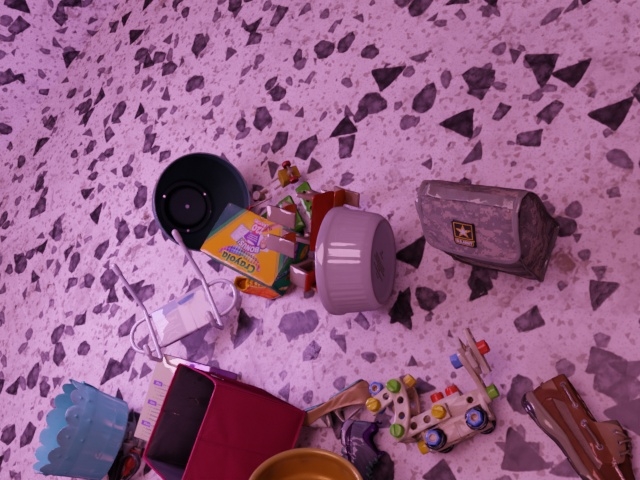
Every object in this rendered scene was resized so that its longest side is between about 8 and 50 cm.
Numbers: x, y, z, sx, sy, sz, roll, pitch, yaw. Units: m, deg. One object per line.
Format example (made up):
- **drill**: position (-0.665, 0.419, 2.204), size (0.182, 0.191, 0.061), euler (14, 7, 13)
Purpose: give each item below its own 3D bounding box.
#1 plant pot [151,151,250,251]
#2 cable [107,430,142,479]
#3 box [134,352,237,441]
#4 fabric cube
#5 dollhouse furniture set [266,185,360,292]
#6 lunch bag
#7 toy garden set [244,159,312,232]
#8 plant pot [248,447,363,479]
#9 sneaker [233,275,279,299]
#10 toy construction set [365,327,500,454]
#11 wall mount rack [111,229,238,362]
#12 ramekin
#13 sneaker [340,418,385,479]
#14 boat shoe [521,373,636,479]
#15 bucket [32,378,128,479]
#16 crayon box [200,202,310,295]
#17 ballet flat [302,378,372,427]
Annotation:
- **plant pot**: position (-0.384, -0.110, 2.039), size (0.196, 0.293, 0.293), euler (-3, 67, 63)
- **cable**: position (-0.587, 0.712, 1.970), size (0.139, 0.072, 0.287), euler (10, 89, 31)
- **box**: position (-0.376, 0.460, 1.872), size (0.213, 0.117, 0.243), euler (5, 75, 37)
- **fabric cube**: position (-0.236, 0.473, 1.633), size (0.254, 0.258, 0.259), euler (3, 72, 59)
- **dollhouse furniture set**: position (0.000, 0.000, 1.734), size (0.135, 0.262, 0.259), euler (20, 117, 37)
- **lunch bag**: position (0.358, -0.034, 1.453), size (0.235, 0.287, 0.169), euler (14, 79, 37)
- **toy garden set**: position (-0.120, -0.094, 1.957), size (0.244, 0.049, 0.204), euler (-35, 66, 21)
- **plant pot**: position (-0.026, 0.617, 1.422), size (0.254, 0.254, 0.239), euler (22, 127, 39)
- **sneaker**: position (-0.174, 0.131, 1.900), size (0.175, 0.067, 0.064), euler (-3, 67, 32)
- **toy construction set**: position (0.260, 0.340, 1.466), size (0.327, 0.151, 0.215), euler (-40, 52, 28)
- **wall mount rack**: position (-0.426, 0.161, 1.894), size (0.350, 0.130, 0.304), euler (-28, 68, 3)
- **ramekin**: position (0.095, 0.050, 1.628), size (0.127, 0.273, 0.273), euler (0, 71, 22)
- **sneaker**: position (0.099, 0.524, 1.537), size (0.098, 0.083, 0.224), euler (-7, 71, 19)
- **boat shoe**: position (0.524, 0.388, 1.267), size (0.120, 0.122, 0.324), euler (-44, 53, 8)
- **bucket**: position (-0.699, 0.562, 1.963), size (0.281, 0.183, 0.281), euler (-43, 32, 37)
- **crayon box**: position (-0.182, 0.021, 1.874), size (0.278, 0.081, 0.165), euler (24, 77, 30)
- **ballet flat**: position (0.027, 0.418, 1.635), size (0.232, 0.080, 0.073), euler (-33, 71, 22)
